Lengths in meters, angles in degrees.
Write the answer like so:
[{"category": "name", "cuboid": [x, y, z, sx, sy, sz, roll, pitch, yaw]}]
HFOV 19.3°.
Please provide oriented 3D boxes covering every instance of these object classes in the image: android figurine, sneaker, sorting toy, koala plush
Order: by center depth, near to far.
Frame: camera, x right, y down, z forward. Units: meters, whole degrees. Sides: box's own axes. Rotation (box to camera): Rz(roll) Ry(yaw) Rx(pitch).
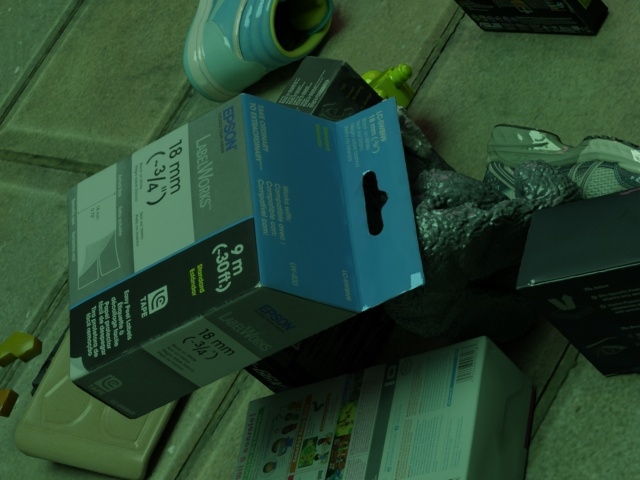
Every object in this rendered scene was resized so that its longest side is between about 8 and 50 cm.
[{"category": "koala plush", "cuboid": [0.103, -0.025, 1.845, 0.221, 0.203, 0.196, 48, 132, 37]}, {"category": "sneaker", "cuboid": [0.269, -0.036, 1.874, 0.283, 0.110, 0.122, 11, 82, 54]}, {"category": "android figurine", "cuboid": [0.007, -0.115, 2.166, 0.273, 0.056, 0.248, -36, 8, 45]}, {"category": "sorting toy", "cuboid": [-0.278, 0.162, 2.266, 0.307, 0.041, 0.229, 7, 65, 37]}, {"category": "sneaker", "cuboid": [-0.058, -0.343, 2.488, 0.208, 0.127, 0.319, -17, 54, 39]}]

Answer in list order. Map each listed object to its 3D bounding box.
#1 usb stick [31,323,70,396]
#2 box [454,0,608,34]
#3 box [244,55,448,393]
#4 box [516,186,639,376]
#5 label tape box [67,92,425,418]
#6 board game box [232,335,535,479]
[{"category": "usb stick", "cuboid": [-0.273, 0.085, 2.367, 0.077, 0.045, 0.278, 10, 65, 50]}, {"category": "box", "cuboid": [0.200, -0.302, 2.110, 0.190, 0.184, 0.045, 10, 63, 52]}, {"category": "box", "cuboid": [0.000, 0.000, 1.983, 0.076, 0.242, 0.307, 13, 67, 52]}, {"category": "box", "cuboid": [0.289, 0.037, 1.707, 0.156, 0.158, 0.093, -13, 47, 39]}, {"category": "label tape box", "cuboid": [-0.082, -0.007, 1.783, 0.333, 0.106, 0.241, -27, 48, 23]}, {"category": "board game box", "cuboid": [0.048, 0.239, 1.826, 0.303, 0.097, 0.224, -17, 44, 35]}]
